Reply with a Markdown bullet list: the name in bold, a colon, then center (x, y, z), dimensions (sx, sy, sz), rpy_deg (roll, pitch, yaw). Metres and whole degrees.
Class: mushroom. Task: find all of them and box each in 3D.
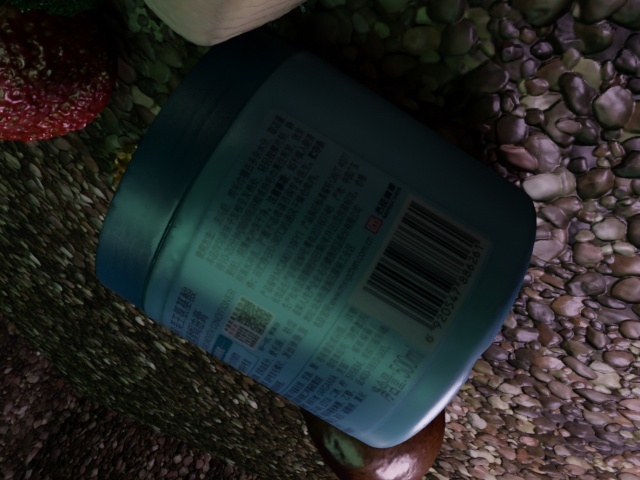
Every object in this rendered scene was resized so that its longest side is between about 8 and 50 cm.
- **mushroom**: center (0.047, 0.218, 0.869), dimensions (0.259, 0.346, 0.346), rpy_deg (-21, 122, 22)

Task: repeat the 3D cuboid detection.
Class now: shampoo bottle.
- **shampoo bottle**: center (0.000, 0.000, 0.607), dimensions (0.342, 0.331, 0.331), rpy_deg (32, 144, 0)

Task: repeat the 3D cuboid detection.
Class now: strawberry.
- **strawberry**: center (-0.417, -0.259, 0.728), dimensions (0.288, 0.250, 0.239), rpy_deg (-9, 96, 16)

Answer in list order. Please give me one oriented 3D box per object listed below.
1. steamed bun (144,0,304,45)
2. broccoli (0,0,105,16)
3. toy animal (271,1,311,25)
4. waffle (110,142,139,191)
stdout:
- **steamed bun**: center (-0.031, -0.302, 0.343), dimensions (0.273, 0.290, 0.273), rpy_deg (-9, 114, 53)
- **broccoli**: center (-0.268, -0.341, 0.461), dimensions (0.275, 0.307, 0.308), rpy_deg (53, 145, 7)
- **toy animal**: center (-0.022, -0.262, 0.573), dimensions (0.084, 0.050, 0.028), rpy_deg (-26, 158, 11)
- **waffle**: center (-0.252, -0.052, 0.966), dimensions (0.280, 0.060, 0.262), rpy_deg (11, 139, 27)
